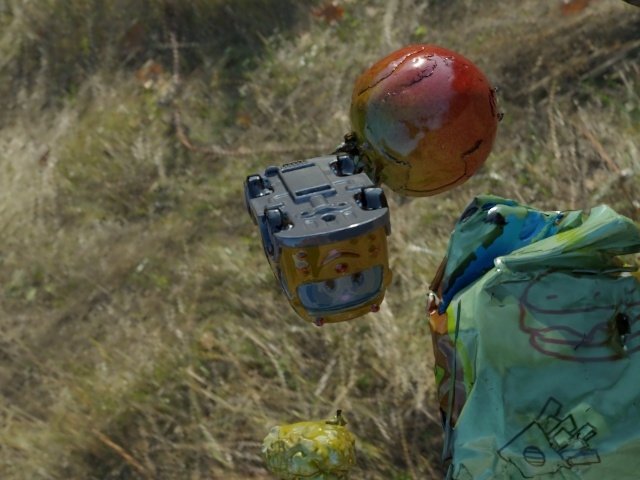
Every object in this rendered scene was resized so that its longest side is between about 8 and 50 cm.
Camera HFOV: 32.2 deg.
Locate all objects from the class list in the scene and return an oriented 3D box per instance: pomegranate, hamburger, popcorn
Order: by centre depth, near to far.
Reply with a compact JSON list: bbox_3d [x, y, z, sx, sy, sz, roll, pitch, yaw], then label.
[{"bbox_3d":[0.220,0.095,0.871,0.150,0.276,0.261,135,153,-62],"label":"hamburger"},{"bbox_3d":[-0.003,0.190,0.940,0.084,0.084,0.084,-20,49,25],"label":"popcorn"},{"bbox_3d":[0.129,-0.153,1.504,0.235,0.210,0.210,-36,44,1],"label":"pomegranate"}]

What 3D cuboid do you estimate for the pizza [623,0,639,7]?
[{"bbox_3d":[0.195,-0.124,0.368,0.278,0.408,0.114,-113,32,-43],"label":"pizza"}]

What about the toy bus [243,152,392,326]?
[{"bbox_3d":[0.000,0.000,1.149,0.126,0.136,0.209,-13,23,-9],"label":"toy bus"}]
